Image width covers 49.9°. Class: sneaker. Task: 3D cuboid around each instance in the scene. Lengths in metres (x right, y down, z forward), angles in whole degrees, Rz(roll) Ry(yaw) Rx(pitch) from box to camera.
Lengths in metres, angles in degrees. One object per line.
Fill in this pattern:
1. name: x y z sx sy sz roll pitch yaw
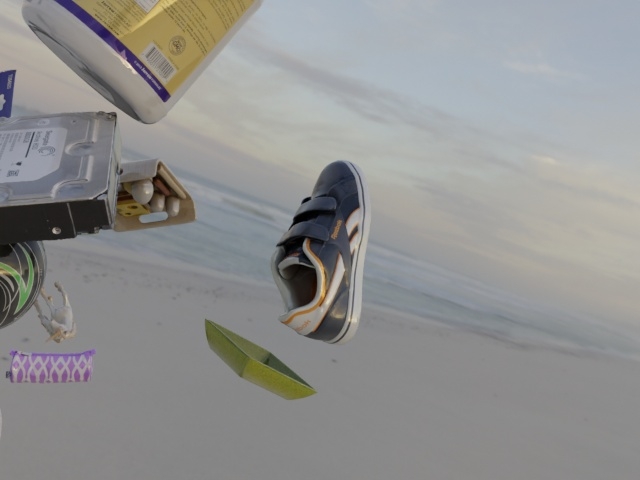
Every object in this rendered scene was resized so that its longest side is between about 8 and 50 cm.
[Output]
1. sneaker: 0.000 0.000 1.116 0.127 0.321 0.126 18 -28 -32

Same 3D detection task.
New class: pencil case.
1. pencil case: -0.673 0.312 1.725 0.206 0.088 0.086 3 15 -20

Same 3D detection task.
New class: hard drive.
1. hard drive: -0.434 -0.082 0.880 0.338 0.064 0.237 -4 37 -9

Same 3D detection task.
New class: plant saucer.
1. plant saucer: -0.124 0.233 1.298 0.188 0.045 0.188 36 -5 -38

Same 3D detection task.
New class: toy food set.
1. toy food set: -0.436 -0.090 1.595 0.219 0.093 0.306 -8 -19 5

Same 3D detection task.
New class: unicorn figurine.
1. unicorn figurine: -0.445 0.130 1.163 0.111 0.060 0.162 60 -21 14

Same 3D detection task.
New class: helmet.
1. helmet: -0.460 0.039 0.943 0.169 0.169 0.161 22 -22 50

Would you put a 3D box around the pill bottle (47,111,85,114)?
1. pill bottle: -0.492 -0.179 1.320 0.131 0.131 0.229 20 10 -7

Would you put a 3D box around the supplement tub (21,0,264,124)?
1. supplement tub: -0.226 -0.360 0.981 0.241 0.331 0.241 38 -8 6

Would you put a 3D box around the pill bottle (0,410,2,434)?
1. pill bottle: -0.722 0.338 1.215 0.271 0.153 0.152 1 3 -4

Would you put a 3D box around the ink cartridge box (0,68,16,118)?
1. ink cartridge box: -0.805 -0.286 1.575 0.224 0.223 0.045 -25 73 -37
